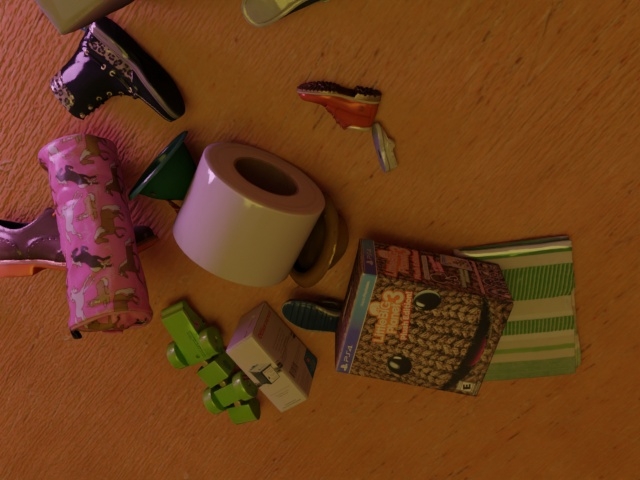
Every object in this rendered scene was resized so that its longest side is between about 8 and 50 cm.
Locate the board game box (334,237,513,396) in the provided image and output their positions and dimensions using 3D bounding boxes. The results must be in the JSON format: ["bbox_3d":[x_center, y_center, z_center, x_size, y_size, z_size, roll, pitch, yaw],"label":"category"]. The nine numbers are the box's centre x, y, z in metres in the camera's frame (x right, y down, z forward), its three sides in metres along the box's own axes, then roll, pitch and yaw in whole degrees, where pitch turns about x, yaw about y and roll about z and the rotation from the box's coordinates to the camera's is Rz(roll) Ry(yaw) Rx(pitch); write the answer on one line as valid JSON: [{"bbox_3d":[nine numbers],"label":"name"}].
[{"bbox_3d":[0.193,0.152,1.425,0.291,0.141,0.232,11,117,-4],"label":"board game box"}]

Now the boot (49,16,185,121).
[{"bbox_3d":[-0.388,-0.283,1.381,0.178,0.085,0.236,-39,99,25],"label":"boot"}]

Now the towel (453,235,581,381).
[{"bbox_3d":[0.410,0.150,1.511,0.247,0.038,0.325,-7,116,11],"label":"towel"}]

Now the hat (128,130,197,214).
[{"bbox_3d":[-0.253,-0.092,1.421,0.183,0.208,0.173,42,91,-18],"label":"hat"}]

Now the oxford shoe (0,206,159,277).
[{"bbox_3d":[-0.522,-0.008,1.512,0.363,0.130,0.133,-7,100,4],"label":"oxford shoe"}]

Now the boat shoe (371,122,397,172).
[{"bbox_3d":[0.126,-0.182,1.391,0.035,0.035,0.100,-22,109,-12],"label":"boat shoe"}]

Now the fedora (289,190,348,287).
[{"bbox_3d":[0.000,0.000,1.446,0.079,0.194,0.194,9,123,-36],"label":"fedora"}]

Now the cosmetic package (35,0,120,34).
[{"bbox_3d":[-0.336,-0.590,1.088,0.329,0.327,0.394,-29,110,18],"label":"cosmetic package"}]

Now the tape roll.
[{"bbox_3d":[-0.135,-0.052,1.364,0.246,0.246,0.169,26,116,-5],"label":"tape roll"}]

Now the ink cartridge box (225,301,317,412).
[{"bbox_3d":[-0.101,0.251,1.569,0.082,0.140,0.191,-34,106,23],"label":"ink cartridge box"}]

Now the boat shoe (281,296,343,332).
[{"bbox_3d":[0.006,0.158,1.549,0.183,0.066,0.066,16,114,-6],"label":"boat shoe"}]

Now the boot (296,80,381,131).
[{"bbox_3d":[0.029,-0.249,1.357,0.157,0.059,0.085,11,122,1],"label":"boot"}]

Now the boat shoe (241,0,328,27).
[{"bbox_3d":[-0.018,-0.449,1.252,0.254,0.079,0.095,-27,112,21],"label":"boat shoe"}]

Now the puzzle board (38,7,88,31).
[{"bbox_3d":[-0.461,-0.465,1.342,0.096,0.011,0.128,24,117,-5],"label":"puzzle board"}]

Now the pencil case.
[{"bbox_3d":[-0.430,-0.013,1.382,0.167,0.160,0.386,-20,76,18],"label":"pencil case"}]

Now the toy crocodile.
[{"bbox_3d":[-0.239,0.279,1.633,0.115,0.105,0.340,-29,104,20],"label":"toy crocodile"}]
